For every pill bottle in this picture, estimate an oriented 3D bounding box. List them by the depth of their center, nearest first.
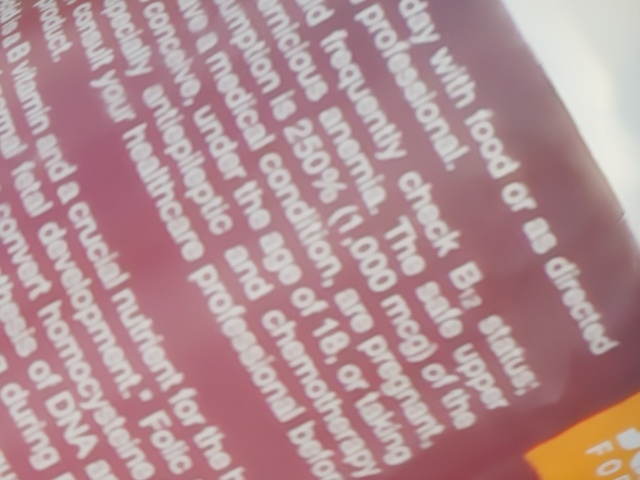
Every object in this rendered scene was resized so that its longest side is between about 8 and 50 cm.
[{"bbox_3d":[0.000,0.000,0.511,0.224,0.392,0.224,60,-173,-12],"label":"pill bottle"}]
